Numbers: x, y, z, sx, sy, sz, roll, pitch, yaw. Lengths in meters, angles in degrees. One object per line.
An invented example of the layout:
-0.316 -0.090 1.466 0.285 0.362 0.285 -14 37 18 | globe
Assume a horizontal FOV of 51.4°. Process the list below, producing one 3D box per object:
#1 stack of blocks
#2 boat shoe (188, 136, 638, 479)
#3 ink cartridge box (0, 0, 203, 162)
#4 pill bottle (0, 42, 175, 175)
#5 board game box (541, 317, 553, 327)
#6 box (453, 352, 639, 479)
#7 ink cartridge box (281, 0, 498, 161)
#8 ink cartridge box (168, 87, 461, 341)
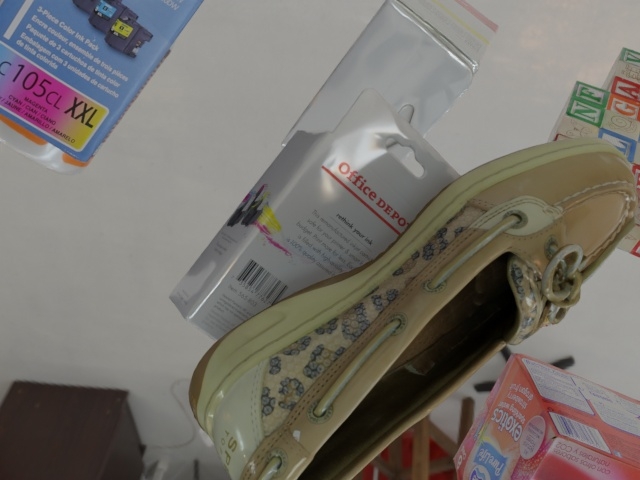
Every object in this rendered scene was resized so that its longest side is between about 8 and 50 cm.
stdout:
0.378 -0.124 0.821 0.171 0.297 0.087 24 139 11 | stack of blocks
0.072 0.044 0.360 0.285 0.089 0.104 -33 133 -10 | boat shoe
-0.194 -0.315 0.687 0.151 0.270 0.395 30 110 -31 | ink cartridge box
-0.383 -0.324 1.097 0.224 0.224 0.392 36 96 -23 | pill bottle
0.315 0.076 1.182 0.147 0.045 0.193 -23 80 29 | board game box
0.290 0.240 0.597 0.300 0.154 0.142 22 107 -4 | box
0.127 -0.254 1.072 0.160 0.384 0.279 39 119 -2 | ink cartridge box
0.000 0.000 0.441 0.104 0.061 0.181 40 84 -23 | ink cartridge box
